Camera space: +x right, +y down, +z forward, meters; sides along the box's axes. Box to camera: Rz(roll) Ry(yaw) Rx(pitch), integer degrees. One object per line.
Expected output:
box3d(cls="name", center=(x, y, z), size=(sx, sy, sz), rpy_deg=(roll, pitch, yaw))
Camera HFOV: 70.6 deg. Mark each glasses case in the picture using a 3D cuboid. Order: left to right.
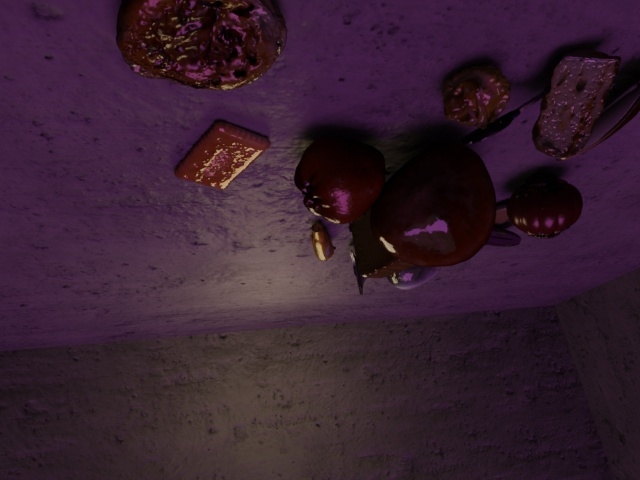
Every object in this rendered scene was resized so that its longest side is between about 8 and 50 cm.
box3d(cls="glasses case", center=(0.662, -0.021, 1.789), size=(0.316, 0.076, 0.123), rpy_deg=(7, -172, -31))

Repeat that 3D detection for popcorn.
box3d(cls="popcorn", center=(0.343, -0.319, 0.998), size=(0.144, 0.126, 0.126), rpy_deg=(5, 139, 14))

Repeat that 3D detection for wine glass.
box3d(cls="wine glass", center=(0.286, 0.088, 1.771), size=(0.322, 0.238, 0.238), rpy_deg=(-11, 157, 3))

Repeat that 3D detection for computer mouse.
box3d(cls="computer mouse", center=(0.729, -0.307, 1.144), size=(0.158, 0.072, 0.310), rpy_deg=(-37, 170, -29))

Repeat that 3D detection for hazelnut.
box3d(cls="hazelnut", center=(0.313, -0.089, 1.246), size=(0.365, 0.366, 0.366), rpy_deg=(-7, 157, -3))

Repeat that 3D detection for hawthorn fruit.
box3d(cls="hawthorn fruit", center=(0.068, -0.163, 1.168), size=(0.260, 0.224, 0.224), rpy_deg=(-22, 162, -22))

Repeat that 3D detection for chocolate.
box3d(cls="chocolate", center=(0.000, 0.000, 1.668), size=(0.085, 0.086, 0.219), rpy_deg=(-10, 154, 5))

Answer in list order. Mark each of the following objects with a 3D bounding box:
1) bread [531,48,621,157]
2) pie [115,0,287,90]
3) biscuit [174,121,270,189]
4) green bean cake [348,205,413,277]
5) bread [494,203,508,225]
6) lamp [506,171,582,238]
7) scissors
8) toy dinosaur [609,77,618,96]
box3d(cls="bread", center=(0.557, -0.303, 1.010), size=(0.127, 0.088, 0.232), rpy_deg=(11, 116, 4))
box3d(cls="pie", center=(-0.196, -0.355, 0.774), size=(0.307, 0.086, 0.308), rpy_deg=(-8, 156, -3))
box3d(cls="biscuit", center=(-0.254, -0.208, 1.159), size=(0.160, 0.030, 0.249), rpy_deg=(13, 149, -40))
box3d(cls="green bean cake", center=(0.223, -0.006, 1.526), size=(0.124, 0.236, 0.233), rpy_deg=(6, 155, -36))
box3d(cls="bread", center=(0.669, -0.103, 1.697), size=(0.112, 0.036, 0.193), rpy_deg=(0, 160, -11))
box3d(cls="lamp", center=(0.728, -0.117, 1.476), size=(0.226, 0.227, 0.227), rpy_deg=(-7, 157, -3))
box3d(cls="scissors", center=(0.457, -0.302, 1.039), size=(0.299, 0.022, 0.109), rpy_deg=(-34, -168, -8))
box3d(cls="toy dinosaur", center=(0.661, -0.375, 1.045), size=(0.154, 0.055, 0.049), rpy_deg=(18, 142, -42))
